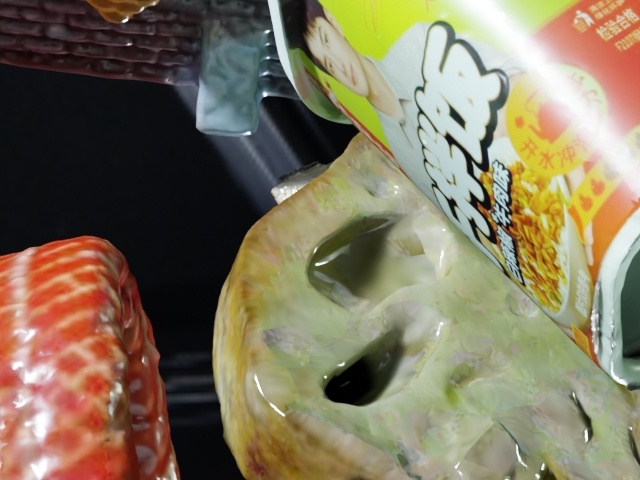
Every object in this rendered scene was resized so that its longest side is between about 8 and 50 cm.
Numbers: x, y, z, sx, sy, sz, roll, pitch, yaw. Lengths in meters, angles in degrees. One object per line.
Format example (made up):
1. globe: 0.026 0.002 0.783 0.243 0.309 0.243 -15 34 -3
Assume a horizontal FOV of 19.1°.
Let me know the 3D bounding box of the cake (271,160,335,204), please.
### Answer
1. cake: 0.000 0.000 1.511 0.065 0.052 0.121 -20 -49 -21

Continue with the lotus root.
1. lotus root: 0.111 0.066 1.289 0.391 0.375 0.111 -4 -42 -24

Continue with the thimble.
1. thimble: -0.212 0.185 1.285 0.231 0.350 0.350 -10 -50 1

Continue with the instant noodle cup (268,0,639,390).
1. instant noodle cup: 0.156 -0.100 1.111 0.294 0.308 0.294 -26 -33 -18

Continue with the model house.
1. model house: -0.151 -0.248 1.396 0.360 0.297 0.339 6 -72 -3
